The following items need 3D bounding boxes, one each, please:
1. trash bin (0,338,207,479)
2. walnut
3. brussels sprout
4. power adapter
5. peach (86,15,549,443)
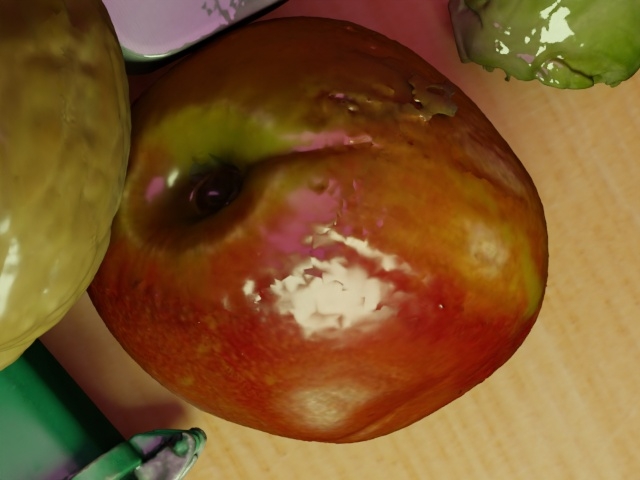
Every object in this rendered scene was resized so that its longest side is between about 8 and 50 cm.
[{"bbox_3d":[-0.301,0.122,0.982,0.295,0.259,0.381,-37,87,-6],"label":"trash bin"},{"bbox_3d":[-0.262,-0.056,0.768,0.333,0.333,0.333,0,90,-2],"label":"walnut"},{"bbox_3d":[0.201,-0.208,1.060,0.183,0.131,0.145,5,112,-1],"label":"brussels sprout"},{"bbox_3d":[-0.087,-0.209,0.898,0.187,0.255,0.124,-29,98,-8],"label":"power adapter"},{"bbox_3d":[0.001,0.002,0.946,0.373,0.372,0.290,-18,63,-2],"label":"peach"}]
